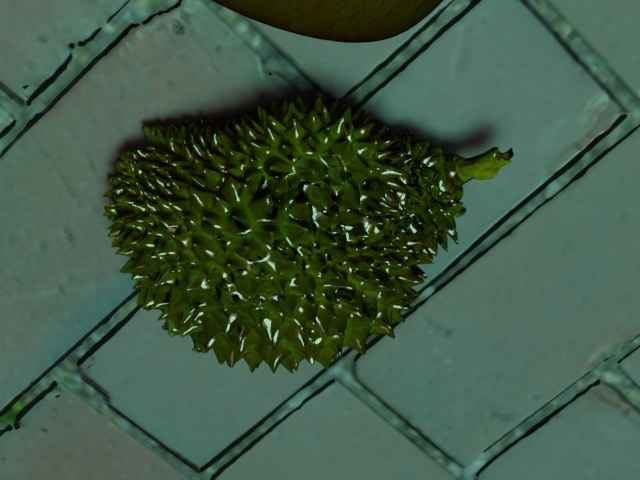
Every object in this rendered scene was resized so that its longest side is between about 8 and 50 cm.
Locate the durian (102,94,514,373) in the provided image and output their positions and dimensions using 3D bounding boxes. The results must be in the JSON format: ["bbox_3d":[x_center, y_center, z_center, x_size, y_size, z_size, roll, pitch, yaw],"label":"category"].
[{"bbox_3d":[0.000,0.000,0.643,0.208,0.102,0.146,-17,113,3],"label":"durian"}]

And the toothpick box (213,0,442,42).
[{"bbox_3d":[0.031,-0.230,0.468,0.192,0.192,0.294,18,122,-13],"label":"toothpick box"}]
